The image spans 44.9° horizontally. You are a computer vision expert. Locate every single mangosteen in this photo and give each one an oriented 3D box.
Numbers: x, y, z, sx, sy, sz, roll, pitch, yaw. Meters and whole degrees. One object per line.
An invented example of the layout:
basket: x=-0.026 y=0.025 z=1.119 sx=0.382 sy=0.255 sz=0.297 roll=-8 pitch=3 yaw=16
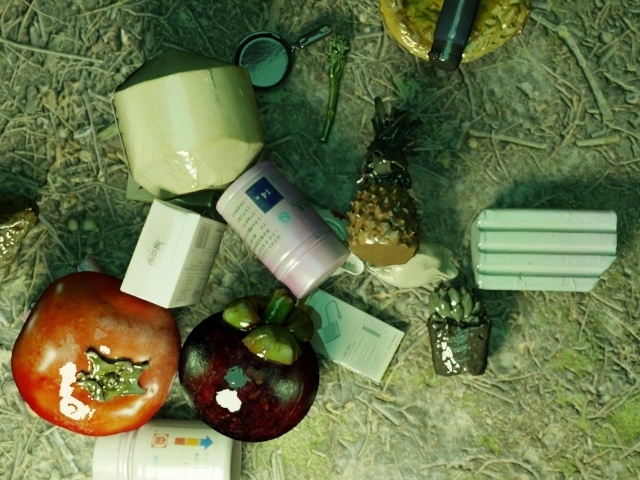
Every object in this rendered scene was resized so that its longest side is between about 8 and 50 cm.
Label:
mangosteen: x=-0.130 y=0.254 z=1.569 sx=0.300 sy=0.300 sz=0.301 roll=0 pitch=88 yaw=4

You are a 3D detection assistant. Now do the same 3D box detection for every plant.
plant: x=0.292 y=0.185 z=1.625 sx=0.132 sy=0.129 sz=0.195 roll=-2 pitch=91 yaw=1

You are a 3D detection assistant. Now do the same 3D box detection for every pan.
pan: x=-0.081 y=-0.418 z=1.722 sx=0.235 sy=0.028 sz=0.136 roll=-23 pitch=87 yaw=6

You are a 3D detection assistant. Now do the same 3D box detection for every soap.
soap: x=0.466 y=0.020 z=1.635 sx=0.289 sy=0.095 sz=0.173 roll=1 pitch=87 yaw=3

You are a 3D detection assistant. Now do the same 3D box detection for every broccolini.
broccolini: x=0.024 y=-0.334 z=1.709 sx=0.054 sy=0.051 sz=0.239 roll=8 pitch=94 yaw=-13

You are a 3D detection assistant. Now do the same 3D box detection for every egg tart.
egg tart: x=0.278 y=-0.532 z=1.656 sx=0.340 sy=0.129 sz=0.342 roll=0 pitch=89 yaw=3

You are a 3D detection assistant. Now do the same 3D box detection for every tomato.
tomato: x=-0.451 y=0.225 z=1.576 sx=0.325 sy=0.289 sz=0.293 roll=15 pitch=97 yaw=-28

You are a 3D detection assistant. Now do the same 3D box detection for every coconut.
coconut: x=-0.268 y=-0.243 z=1.574 sx=0.322 sy=0.323 sz=0.323 roll=0 pitch=88 yaw=4

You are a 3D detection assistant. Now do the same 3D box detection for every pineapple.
pineapple: x=0.135 y=-0.135 z=1.577 sx=0.165 sy=0.165 sz=0.365 roll=4 pitch=69 yaw=4

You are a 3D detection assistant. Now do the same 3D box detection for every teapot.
teapot: x=0.000 y=0.000 z=1.669 sx=0.226 sy=0.092 sz=0.145 roll=33 pitch=87 yaw=6

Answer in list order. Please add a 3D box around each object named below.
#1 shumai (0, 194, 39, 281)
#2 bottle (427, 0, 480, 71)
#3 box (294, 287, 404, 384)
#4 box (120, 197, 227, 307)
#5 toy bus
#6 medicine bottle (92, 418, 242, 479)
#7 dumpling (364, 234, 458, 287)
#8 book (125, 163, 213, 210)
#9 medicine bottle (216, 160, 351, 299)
shumai: x=-0.707 y=0.006 z=1.701 sx=0.218 sy=0.184 sz=0.186 roll=-15 pitch=122 yaw=-8
bottle: x=0.282 y=-0.466 z=1.561 sx=0.072 sy=0.082 sz=0.245 roll=19 pitch=92 yaw=47
box: x=0.047 y=0.199 z=1.686 sx=0.247 sy=0.033 sz=0.129 roll=28 pitch=90 yaw=4
box: x=-0.294 y=0.029 z=1.602 sx=0.111 sy=0.260 sz=0.195 roll=20 pitch=88 yaw=4
toy bus: x=-0.562 y=0.128 z=1.714 sx=0.203 sy=0.063 sz=0.090 roll=-42 pitch=86 yaw=0
medicine bottle: x=-0.319 y=0.462 z=1.630 sx=0.292 sy=0.170 sz=0.170 roll=2 pitch=88 yaw=3
dumpling: x=0.193 y=0.037 z=1.646 sx=0.198 sy=0.136 sz=0.118 roll=10 pitch=131 yaw=-2
book: x=-0.322 y=-0.222 z=1.730 sx=0.201 sy=0.026 sz=0.290 roll=8 pitch=88 yaw=3
medicine bottle: x=-0.074 y=-0.020 z=1.564 sx=0.152 sy=0.152 sz=0.254 roll=-43 pitch=83 yaw=1
